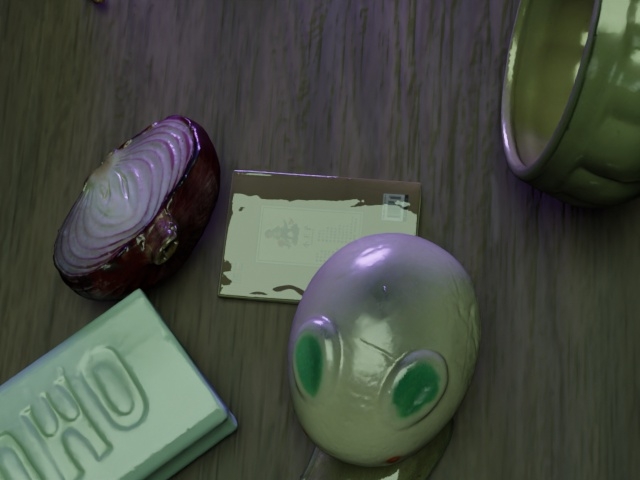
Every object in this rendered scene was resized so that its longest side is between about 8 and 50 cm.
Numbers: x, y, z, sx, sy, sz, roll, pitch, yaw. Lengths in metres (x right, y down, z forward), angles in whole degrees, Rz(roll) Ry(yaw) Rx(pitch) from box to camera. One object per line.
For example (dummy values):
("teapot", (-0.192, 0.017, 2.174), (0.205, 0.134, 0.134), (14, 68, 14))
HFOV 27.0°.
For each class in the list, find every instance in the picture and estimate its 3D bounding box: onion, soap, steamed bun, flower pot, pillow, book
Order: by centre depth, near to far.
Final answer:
("steamed bun", (0.057, 0.094, 1.239), (0.177, 0.130, 0.228), (18, 67, 12))
("flower pot", (0.325, -0.173, 1.253), (0.244, 0.307, 0.307), (10, 73, -9))
("pillow", (0.036, 0.234, 1.273), (0.130, 0.033, 0.217), (19, 74, 16))
("soap", (-0.233, 0.189, 1.284), (0.265, 0.087, 0.160), (-35, 73, -6))
("onion", (-0.165, -0.016, 1.332), (0.206, 0.098, 0.151), (-46, 49, -3))
("book", (0.000, 0.000, 1.359), (0.199, 0.016, 0.138), (5, 73, 6))

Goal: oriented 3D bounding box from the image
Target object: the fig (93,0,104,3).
("fig", (-0.306, -0.373, 1.449), (0.175, 0.207, 0.175), (-5, 33, 3))
